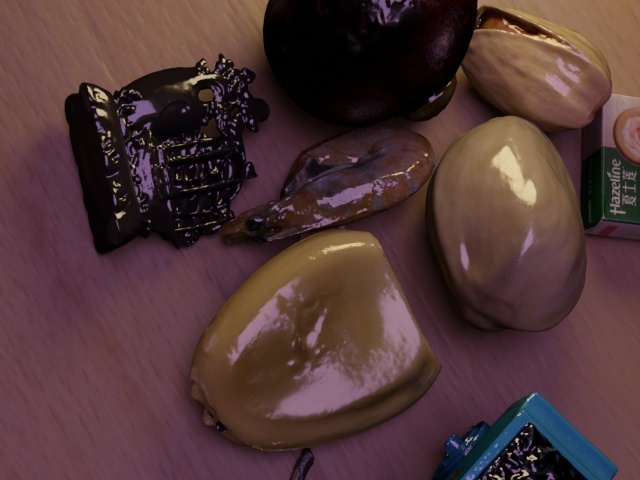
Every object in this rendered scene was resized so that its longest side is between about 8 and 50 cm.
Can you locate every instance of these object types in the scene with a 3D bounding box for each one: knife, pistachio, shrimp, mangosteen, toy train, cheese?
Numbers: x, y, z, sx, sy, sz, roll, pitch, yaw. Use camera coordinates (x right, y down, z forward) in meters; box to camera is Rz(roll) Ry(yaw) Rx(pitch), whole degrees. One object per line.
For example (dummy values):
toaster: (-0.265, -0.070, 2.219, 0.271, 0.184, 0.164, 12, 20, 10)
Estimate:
knife: (-0.042, 0.370, 1.643, 0.046, 0.021, 0.222, 23, 72, -3)
pistachio: (0.249, -0.030, 1.726, 0.226, 0.208, 0.331, 6, 58, -18)
shrimp: (0.004, -0.077, 1.739, 0.317, 0.077, 0.168, -20, 39, -12)
pistachio: (0.300, -0.244, 1.823, 0.229, 0.157, 0.157, 32, 70, 12)
mangosteen: (0.075, -0.280, 1.713, 0.297, 0.297, 0.293, -40, 103, -19)
toy train: (0.196, 0.349, 1.575, 0.188, 0.265, 0.300, 44, 69, 4)
cheese: (-0.019, 0.140, 1.656, 0.316, 0.128, 0.259, -25, 85, -14)

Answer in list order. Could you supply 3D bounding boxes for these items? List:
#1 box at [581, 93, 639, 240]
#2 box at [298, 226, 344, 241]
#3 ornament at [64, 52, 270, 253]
box: (0.450, -0.103, 1.856, 0.135, 0.081, 0.199, 7, 72, -11)
box: (0.000, 0.000, 1.757, 0.058, 0.015, 0.093, 15, 73, -10)
ornament: (-0.186, -0.116, 1.711, 0.260, 0.106, 0.251, -9, 84, -24)
